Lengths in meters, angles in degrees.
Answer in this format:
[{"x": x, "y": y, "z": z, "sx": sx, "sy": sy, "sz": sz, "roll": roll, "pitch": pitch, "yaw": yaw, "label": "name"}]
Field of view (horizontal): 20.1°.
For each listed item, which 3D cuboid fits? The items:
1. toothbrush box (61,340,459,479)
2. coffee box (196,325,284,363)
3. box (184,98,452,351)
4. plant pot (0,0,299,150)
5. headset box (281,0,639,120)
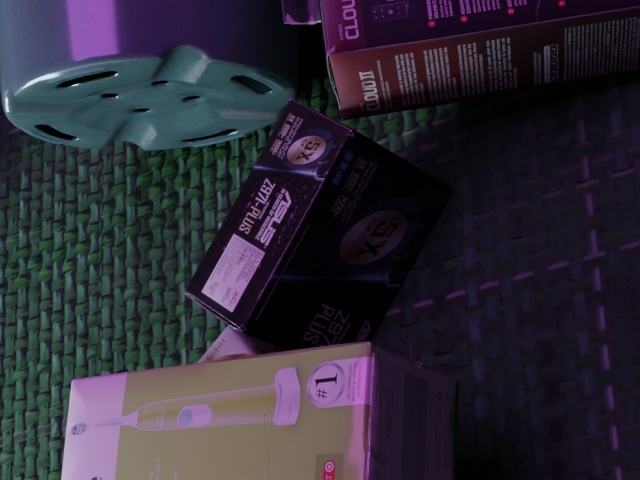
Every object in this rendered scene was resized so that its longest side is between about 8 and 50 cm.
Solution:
[{"x": -0.051, "y": 0.197, "z": 1.305, "sx": 0.283, "sy": 0.122, "sz": 0.206, "roll": -10, "pitch": 68, "yaw": 34, "label": "toothbrush box"}, {"x": -0.024, "y": 0.201, "z": 1.429, "sx": 0.141, "sy": 0.098, "sz": 0.246, "roll": -51, "pitch": 51, "yaw": 11, "label": "coffee box"}, {"x": 0.000, "y": 0.000, "z": 1.454, "sx": 0.077, "sy": 0.147, "sz": 0.180, "roll": 31, "pitch": 92, "yaw": 41, "label": "box"}, {"x": -0.155, "y": -0.271, "z": 1.579, "sx": 0.341, "sy": 0.341, "sz": 0.334, "roll": -15, "pitch": 73, "yaw": 33, "label": "plant pot"}, {"x": 0.111, "y": -0.226, "z": 1.397, "sx": 0.293, "sy": 0.110, "sz": 0.218, "roll": -9, "pitch": 65, "yaw": 3, "label": "headset box"}]
